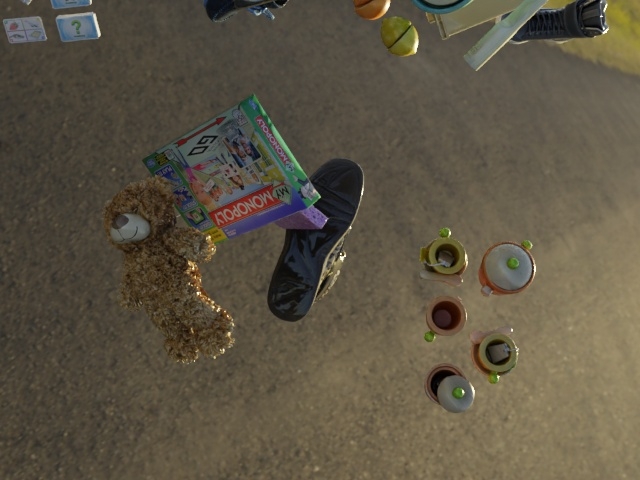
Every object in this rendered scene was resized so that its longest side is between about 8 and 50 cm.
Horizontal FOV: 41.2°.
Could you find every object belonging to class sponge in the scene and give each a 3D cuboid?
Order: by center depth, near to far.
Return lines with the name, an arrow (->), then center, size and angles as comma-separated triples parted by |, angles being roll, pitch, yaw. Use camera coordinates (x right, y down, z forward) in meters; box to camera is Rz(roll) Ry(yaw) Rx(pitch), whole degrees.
sponge -> -0.074, -0.069, 1.711 | 0.117, 0.210, 0.031 | 41, 75, -19

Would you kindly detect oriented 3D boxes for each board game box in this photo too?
board game box -> -0.170, -0.115, 1.547 | 0.213, 0.317, 0.046 | 57, 47, -13

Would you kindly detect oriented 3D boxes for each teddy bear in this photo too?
teddy bear -> -0.272, 0.062, 1.466 | 0.113, 0.245, 0.338 | -29, 115, -43

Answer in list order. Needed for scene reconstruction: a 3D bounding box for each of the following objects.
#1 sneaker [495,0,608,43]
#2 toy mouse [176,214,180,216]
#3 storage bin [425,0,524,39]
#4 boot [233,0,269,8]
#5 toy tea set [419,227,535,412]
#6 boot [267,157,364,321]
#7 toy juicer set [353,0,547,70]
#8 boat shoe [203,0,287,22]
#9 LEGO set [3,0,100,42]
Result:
sneaker -> 0.488, -0.457, 1.757 | 0.226, 0.163, 0.086 | -7, 96, -30
toy mouse -> -0.255, -0.075, 1.906 | 0.031, 0.161, 0.143 | 53, 15, 16
storage bin -> 0.293, -0.538, 1.531 | 0.123, 0.262, 0.260 | -99, 167, -55
boot -> -0.034, -0.435, 1.160 | 0.085, 0.236, 0.178 | -134, -158, -75
toy tea set -> 0.275, 0.138, 1.509 | 0.124, 0.200, 0.336 | 100, -5, -76
boot -> 0.000, 0.000, 1.966 | 0.138, 0.377, 0.284 | 19, 1, 7
toy juicer set -> 0.172, -0.364, 1.257 | 0.329, 0.209, 0.089 | 33, 12, 29
boat shoe -> -0.091, -0.419, 1.402 | 0.109, 0.258, 0.089 | -34, 97, -50
LEGO set -> -0.562, -0.456, 1.614 | 0.060, 0.244, 0.182 | -88, 174, -56
